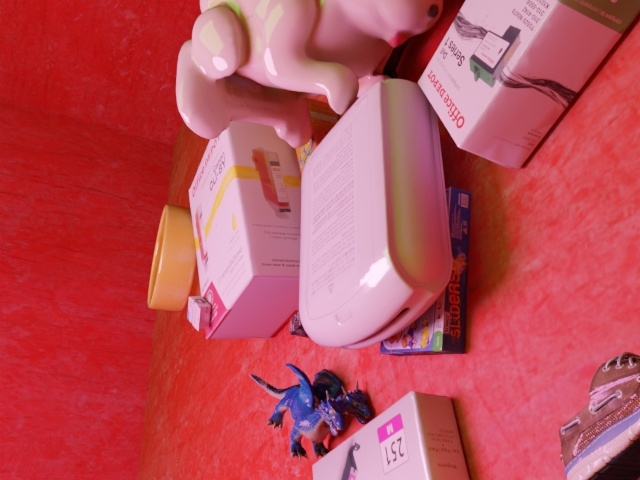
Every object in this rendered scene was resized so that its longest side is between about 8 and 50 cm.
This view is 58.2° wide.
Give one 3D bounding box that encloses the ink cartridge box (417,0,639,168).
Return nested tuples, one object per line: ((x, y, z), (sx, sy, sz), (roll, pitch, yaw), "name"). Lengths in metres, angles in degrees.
((0.215, -0.214, 0.623), (0.220, 0.092, 0.160), (-60, 28, 33), "ink cartridge box")

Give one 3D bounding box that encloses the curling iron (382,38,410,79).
((0.145, -0.336, 0.923), (0.068, 0.035, 0.274), (40, 114, 54), "curling iron")

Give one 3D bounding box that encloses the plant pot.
((-0.280, 0.054, 1.403), (0.254, 0.238, 0.254), (-171, 90, -71), "plant pot")

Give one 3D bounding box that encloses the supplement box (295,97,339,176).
((0.000, -0.182, 1.113), (0.234, 0.080, 0.078), (-106, 34, -44), "supplement box")

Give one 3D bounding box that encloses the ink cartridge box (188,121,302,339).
((-0.149, -0.026, 1.190), (0.279, 0.160, 0.385), (-51, 44, 47), "ink cartridge box")

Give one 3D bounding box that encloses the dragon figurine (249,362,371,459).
((-0.019, 0.246, 0.917), (0.289, 0.085, 0.144), (36, 109, 60), "dragon figurine")

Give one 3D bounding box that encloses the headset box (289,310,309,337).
((-0.013, 0.142, 0.990), (0.083, 0.062, 0.032), (-46, 37, 51), "headset box")

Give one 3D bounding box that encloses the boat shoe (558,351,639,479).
((0.237, 0.121, 0.430), (0.183, 0.066, 0.066), (-60, 27, 33), "boat shoe")

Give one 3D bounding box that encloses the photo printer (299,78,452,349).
((0.061, -0.017, 0.760), (0.256, 0.107, 0.308), (-42, 41, 53), "photo printer")

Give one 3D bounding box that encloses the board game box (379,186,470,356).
((0.134, 0.046, 0.743), (0.136, 0.035, 0.202), (-25, 55, 61), "board game box")

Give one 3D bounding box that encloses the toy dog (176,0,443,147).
((0.015, -0.354, 0.863), (0.407, 0.284, 0.396), (-15, 74, 41), "toy dog")

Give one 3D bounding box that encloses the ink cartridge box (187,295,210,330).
((-0.240, 0.145, 1.143), (0.083, 0.028, 0.048), (24, 110, 60), "ink cartridge box")

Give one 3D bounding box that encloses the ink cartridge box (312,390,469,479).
((0.079, 0.347, 0.681), (0.275, 0.060, 0.239), (-53, 32, 43), "ink cartridge box")
